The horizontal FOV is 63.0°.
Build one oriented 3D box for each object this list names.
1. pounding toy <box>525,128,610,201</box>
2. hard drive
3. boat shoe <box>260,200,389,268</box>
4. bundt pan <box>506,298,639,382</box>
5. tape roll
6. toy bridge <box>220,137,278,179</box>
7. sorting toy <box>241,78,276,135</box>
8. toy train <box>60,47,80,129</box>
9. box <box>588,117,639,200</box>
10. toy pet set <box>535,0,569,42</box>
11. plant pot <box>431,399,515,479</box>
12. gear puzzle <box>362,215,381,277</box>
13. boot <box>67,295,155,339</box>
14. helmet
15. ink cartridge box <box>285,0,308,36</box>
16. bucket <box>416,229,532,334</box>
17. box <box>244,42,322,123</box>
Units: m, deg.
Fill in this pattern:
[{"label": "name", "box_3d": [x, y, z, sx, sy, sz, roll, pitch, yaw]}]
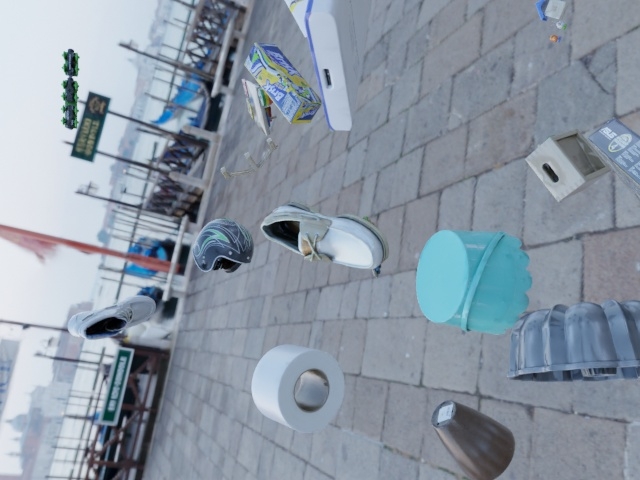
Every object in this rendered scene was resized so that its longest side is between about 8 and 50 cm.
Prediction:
[{"label": "pounding toy", "box_3d": [0.491, -0.161, 1.069, 0.141, 0.130, 0.100, 58, 143, 16]}, {"label": "hard drive", "box_3d": [0.037, -0.351, 0.747, 0.210, 0.040, 0.319, 71, -154, -61]}, {"label": "boat shoe", "box_3d": [0.000, 0.000, 1.067, 0.302, 0.103, 0.113, 18, 125, 44]}, {"label": "bundt pan", "box_3d": [0.510, 0.191, 0.974, 0.331, 0.330, 0.124, 144, 130, -58]}, {"label": "tape roll", "box_3d": [-0.069, 0.453, 1.623, 0.169, 0.246, 0.246, -5, 71, 55]}, {"label": "toy bridge", "box_3d": [-0.210, -0.242, 1.600, 0.188, 0.063, 0.026, -32, 46, -1]}, {"label": "sorting toy", "box_3d": [-0.161, -0.377, 1.456, 0.274, 0.046, 0.133, -130, 26, -60]}, {"label": "toy train", "box_3d": [-0.261, -0.157, 0.547, 0.023, 0.017, 0.084, -166, 78, -70]}, {"label": "box", "box_3d": [0.875, -0.118, 1.332, 0.097, 0.318, 0.395, -42, 20, 24]}, {"label": "toy pet set", "box_3d": [0.566, -0.555, 1.273, 0.065, 0.114, 0.122, 30, 121, 26]}, {"label": "plant pot", "box_3d": [0.487, 0.646, 1.744, 0.215, 0.230, 0.215, -44, 13, 13]}, {"label": "gear puzzle", "box_3d": [0.188, 0.002, 1.816, 0.339, 0.044, 0.176, -67, -41, -73]}, {"label": "boot", "box_3d": [-0.574, 0.229, 1.500, 0.123, 0.258, 0.095, 7, 107, 45]}, {"label": "helmet", "box_3d": [-0.279, 0.016, 1.538, 0.161, 0.169, 0.170, -36, 38, 21]}, {"label": "ink cartridge box", "box_3d": [-0.021, -0.539, 1.194, 0.067, 0.198, 0.115, -24, 13, 30]}, {"label": "bucket", "box_3d": [0.386, 0.102, 1.353, 0.281, 0.182, 0.282, -173, 90, -71]}, {"label": "box", "box_3d": [-0.072, -0.301, 0.997, 0.169, 0.059, 0.054, 54, 130, 18]}]
